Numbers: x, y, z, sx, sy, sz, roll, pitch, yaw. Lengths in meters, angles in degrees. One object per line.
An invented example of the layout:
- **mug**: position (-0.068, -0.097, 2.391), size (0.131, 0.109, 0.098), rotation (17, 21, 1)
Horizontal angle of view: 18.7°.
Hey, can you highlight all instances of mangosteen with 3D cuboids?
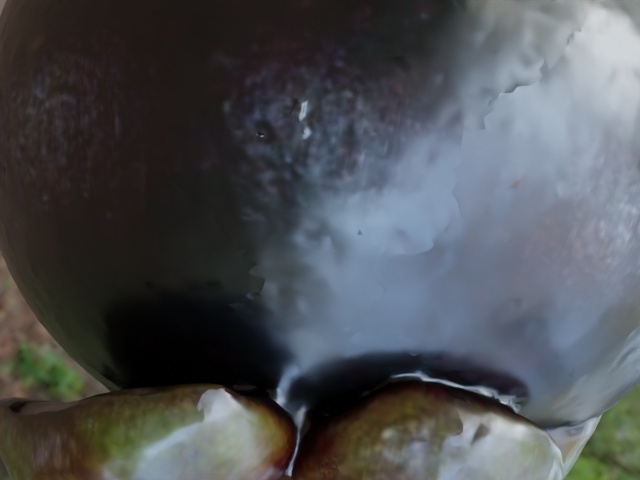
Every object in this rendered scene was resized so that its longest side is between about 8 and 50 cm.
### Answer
- **mangosteen**: position (0.000, 0.000, 0.977), size (0.382, 0.382, 0.435), rotation (90, 22, -80)
